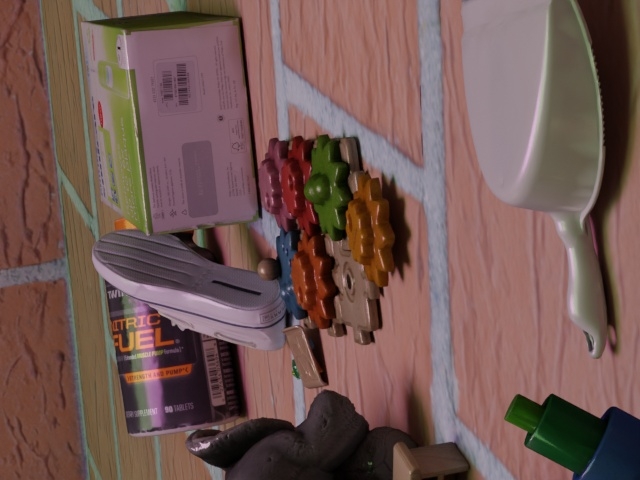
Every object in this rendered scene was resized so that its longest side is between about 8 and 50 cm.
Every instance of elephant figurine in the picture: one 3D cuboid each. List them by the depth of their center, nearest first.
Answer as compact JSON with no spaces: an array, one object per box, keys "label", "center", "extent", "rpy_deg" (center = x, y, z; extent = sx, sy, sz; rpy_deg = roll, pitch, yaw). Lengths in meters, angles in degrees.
[{"label":"elephant figurine","center":[-0.032,0.208,1.402],"extent":[0.239,0.186,0.169],"rpy_deg":[-7,56,63]}]

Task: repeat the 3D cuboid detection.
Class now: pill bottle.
[{"label":"pill bottle","center":[-0.170,0.089,1.944],"extent":[0.130,0.130,0.246],"rpy_deg":[161,100,-74]}]

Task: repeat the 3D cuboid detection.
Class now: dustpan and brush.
[{"label":"dustpan and brush","center":[0.129,-0.039,0.967],"extent":[0.147,0.060,0.211],"rpy_deg":[180,89,-76]}]

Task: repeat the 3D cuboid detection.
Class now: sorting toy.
[{"label":"sorting toy","center":[0.098,0.157,0.944],"extent":[0.127,0.126,0.365],"rpy_deg":[-61,-2,-26]},{"label":"sorting toy","center":[-0.017,0.108,1.610],"extent":[0.062,0.012,0.083],"rpy_deg":[66,162,1]}]

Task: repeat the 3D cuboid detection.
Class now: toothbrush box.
[{"label":"toothbrush box","center":[-0.163,-0.130,1.821],"extent":[0.283,0.122,0.206],"rpy_deg":[-148,52,-72]}]

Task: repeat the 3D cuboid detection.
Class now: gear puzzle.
[{"label":"gear puzzle","center":[0.000,0.000,1.444],"extent":[0.339,0.044,0.176],"rpy_deg":[-172,74,-74]}]

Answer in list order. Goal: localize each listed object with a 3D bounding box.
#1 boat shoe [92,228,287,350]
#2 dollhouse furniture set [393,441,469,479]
[{"label":"boat shoe","center":[-0.132,0.057,1.718],"extent":[0.226,0.083,0.076],"rpy_deg":[21,136,32]},{"label":"dollhouse furniture set","center":[0.075,0.256,1.204],"extent":[0.182,0.101,0.161],"rpy_deg":[-125,31,-58]}]
